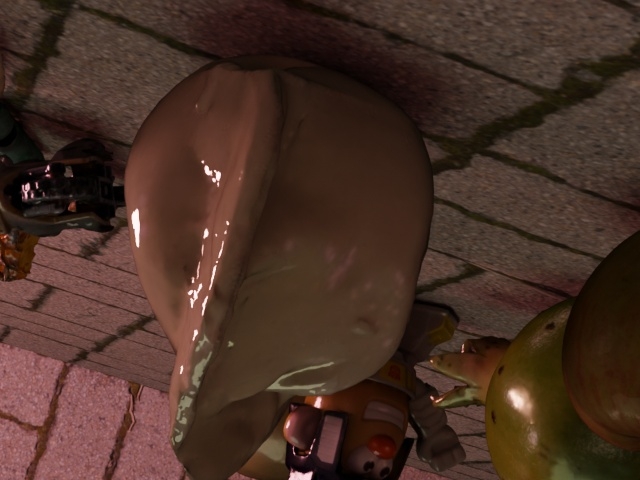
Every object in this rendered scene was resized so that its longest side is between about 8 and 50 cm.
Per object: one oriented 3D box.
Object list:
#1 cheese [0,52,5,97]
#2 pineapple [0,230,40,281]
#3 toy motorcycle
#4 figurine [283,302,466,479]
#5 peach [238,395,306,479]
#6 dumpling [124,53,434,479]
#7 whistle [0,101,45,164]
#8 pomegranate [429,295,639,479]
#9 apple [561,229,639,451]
[{"bbox_3d":[-0.423,-0.115,1.243,0.292,0.153,0.332,17,158,-8],"label":"cheese"},{"bbox_3d":[-0.362,-0.021,1.763,0.069,0.137,0.116,16,-151,13],"label":"pineapple"},{"bbox_3d":[-0.264,-0.047,1.483,0.130,0.094,0.229,-8,178,7],"label":"toy motorcycle"},{"bbox_3d":[0.049,0.194,1.766,0.308,0.308,0.143,18,171,-11],"label":"figurine"},{"bbox_3d":[-0.048,0.207,1.983,0.292,0.247,0.292,24,149,15],"label":"peach"},{"bbox_3d":[-0.041,0.028,1.110,0.233,0.315,0.395,21,177,11],"label":"dumpling"},{"bbox_3d":[-0.310,-0.099,1.483,0.039,0.039,0.186,14,167,7],"label":"whistle"},{"bbox_3d":[0.267,0.179,1.566,0.341,0.260,0.260,9,165,38],"label":"pomegranate"},{"bbox_3d":[0.319,0.084,1.193,0.261,0.194,0.261,14,169,3],"label":"apple"}]
